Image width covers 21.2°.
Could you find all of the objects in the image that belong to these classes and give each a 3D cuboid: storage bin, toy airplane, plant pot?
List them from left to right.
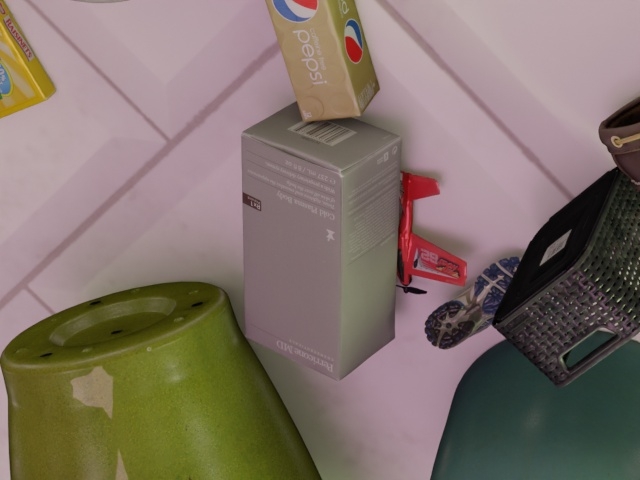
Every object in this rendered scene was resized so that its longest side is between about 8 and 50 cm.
[{"bbox_3d":[-0.167,0.241,1.750,0.366,0.366,0.353,-8,105,27],"label":"plant pot"},{"bbox_3d":[0.080,-0.012,1.649,0.151,0.028,0.151,23,132,28],"label":"toy airplane"},{"bbox_3d":[0.230,0.268,1.636,0.293,0.235,0.293,11,124,17],"label":"plant pot"},{"bbox_3d":[0.237,0.030,1.514,0.084,0.180,0.122,44,127,-6],"label":"storage bin"}]

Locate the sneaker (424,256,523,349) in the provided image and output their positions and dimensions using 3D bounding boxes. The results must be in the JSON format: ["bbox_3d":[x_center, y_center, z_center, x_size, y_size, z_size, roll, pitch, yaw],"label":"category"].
[{"bbox_3d":[0.163,0.056,1.650,0.135,0.058,0.052,-30,81,14],"label":"sneaker"}]

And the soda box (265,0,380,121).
[{"bbox_3d":[-0.005,-0.200,1.549,0.061,0.058,0.181,-4,118,25],"label":"soda box"}]

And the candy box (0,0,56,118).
[{"bbox_3d":[-0.358,-0.216,1.711,0.105,0.027,0.206,-18,112,28],"label":"candy box"}]

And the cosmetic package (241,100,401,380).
[{"bbox_3d":[0.000,0.000,1.633,0.127,0.107,0.238,21,126,32],"label":"cosmetic package"}]

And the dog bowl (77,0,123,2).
[{"bbox_3d":[-0.205,-0.367,1.503,0.348,0.102,0.349,11,125,17],"label":"dog bowl"}]

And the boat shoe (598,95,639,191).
[{"bbox_3d":[0.368,-0.135,1.398,0.097,0.116,0.324,44,133,-11],"label":"boat shoe"}]
